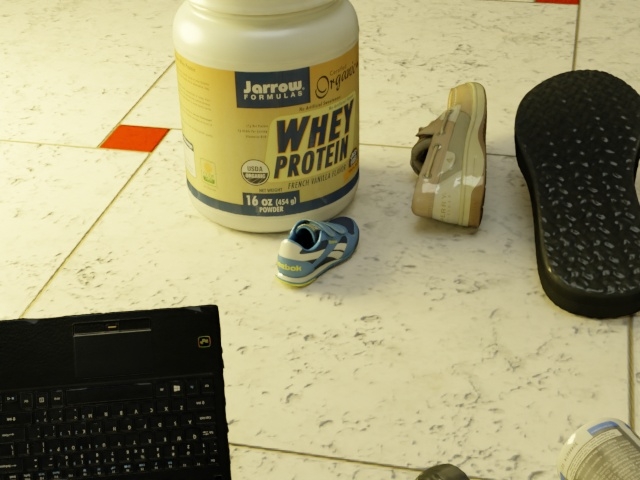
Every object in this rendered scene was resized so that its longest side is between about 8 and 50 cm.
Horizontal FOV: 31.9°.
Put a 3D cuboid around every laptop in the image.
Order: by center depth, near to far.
[{"bbox_3d":[-0.192,0.190,0.936,0.234,0.264,0.136,-4,-6,-5],"label":"laptop"}]

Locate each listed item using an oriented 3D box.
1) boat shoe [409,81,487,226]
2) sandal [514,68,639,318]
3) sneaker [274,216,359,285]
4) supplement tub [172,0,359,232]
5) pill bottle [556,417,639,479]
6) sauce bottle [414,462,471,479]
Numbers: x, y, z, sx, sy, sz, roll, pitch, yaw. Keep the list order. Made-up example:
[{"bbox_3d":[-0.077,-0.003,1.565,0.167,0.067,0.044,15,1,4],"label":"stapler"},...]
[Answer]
[{"bbox_3d":[0.168,-0.124,1.484,0.098,0.109,0.302,3,37,6],"label":"boat shoe"},{"bbox_3d":[0.320,-0.060,1.393,0.168,0.107,0.445,5,44,8],"label":"sandal"},{"bbox_3d":[0.000,0.000,1.324,0.053,0.059,0.144,15,34,29],"label":"sneaker"},{"bbox_3d":[-0.065,-0.194,1.400,0.228,0.316,0.228,-1,31,1],"label":"supplement tub"},{"bbox_3d":[0.264,0.217,0.931,0.078,0.078,0.137,-12,32,-17],"label":"pill bottle"},{"bbox_3d":[-0.028,0.263,0.836,0.344,0.111,0.111,-20,35,-29],"label":"sauce bottle"}]
